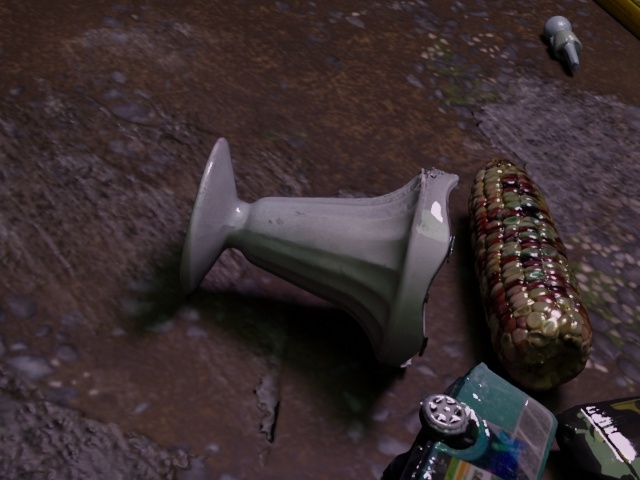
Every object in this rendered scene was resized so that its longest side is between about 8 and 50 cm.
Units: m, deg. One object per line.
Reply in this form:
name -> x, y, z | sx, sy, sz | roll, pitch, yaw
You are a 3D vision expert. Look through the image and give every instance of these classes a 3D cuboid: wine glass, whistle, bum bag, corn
wine glass -> 0.000, 0.000, 0.917 | 0.196, 0.165, 0.165 | 16, 39, 1
whistle -> 0.296, -0.241, 1.419 | 0.035, 0.035, 0.100 | 6, 43, -17
bum bag -> 0.295, 0.161, 0.930 | 0.232, 0.060, 0.107 | -7, 55, -27
corn -> 0.175, 0.022, 1.022 | 0.086, 0.086, 0.253 | 10, 38, -13

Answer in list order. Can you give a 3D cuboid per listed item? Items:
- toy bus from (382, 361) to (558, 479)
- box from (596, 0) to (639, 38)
toy bus -> 0.082, 0.193, 0.782 | 0.109, 0.091, 0.262 | 31, 41, 2
box -> 0.503, -0.334, 1.616 | 0.279, 0.041, 0.153 | -12, 50, -34
